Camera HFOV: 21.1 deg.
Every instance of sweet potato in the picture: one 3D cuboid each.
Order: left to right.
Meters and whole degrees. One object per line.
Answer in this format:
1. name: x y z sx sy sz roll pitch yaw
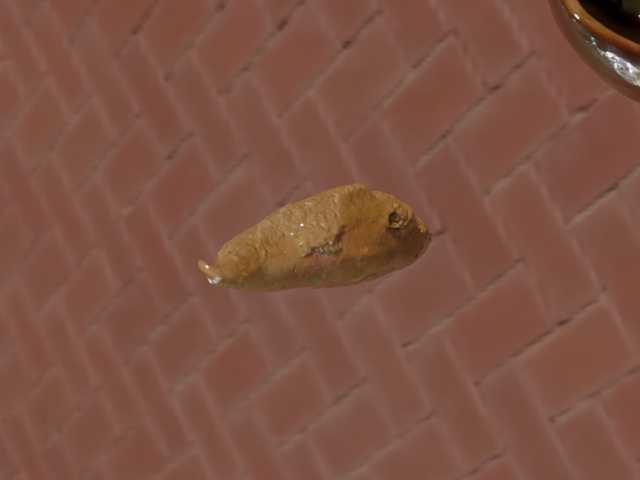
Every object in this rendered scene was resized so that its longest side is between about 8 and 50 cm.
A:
1. sweet potato: 0.000 0.000 0.978 0.060 0.206 0.068 38 122 27

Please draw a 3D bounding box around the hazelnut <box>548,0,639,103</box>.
1. hazelnut: 0.240 -0.203 1.024 0.217 0.217 0.251 39 138 33
